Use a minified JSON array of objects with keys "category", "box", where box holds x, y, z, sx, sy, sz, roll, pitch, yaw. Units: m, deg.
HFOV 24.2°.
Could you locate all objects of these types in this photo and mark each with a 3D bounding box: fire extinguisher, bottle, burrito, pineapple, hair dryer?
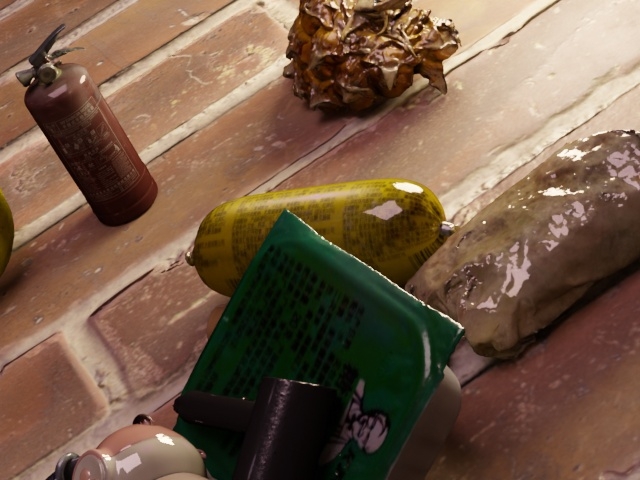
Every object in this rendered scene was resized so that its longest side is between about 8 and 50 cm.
[{"category":"fire extinguisher","box":[-0.308,-0.151,1.947,0.104,0.269,0.105,-19,34,14]},{"category":"bottle","box":[-0.135,0.263,1.346,0.147,0.147,0.236,-33,52,-7]},{"category":"burrito","box":[0.249,-0.013,1.533,0.347,0.107,0.175,-34,48,-5]},{"category":"pineapple","box":[0.030,-0.259,1.950,0.334,0.158,0.161,18,55,46]},{"category":"hair dryer","box":[-0.084,0.179,1.394,0.248,0.070,0.114,-1,70,54]}]

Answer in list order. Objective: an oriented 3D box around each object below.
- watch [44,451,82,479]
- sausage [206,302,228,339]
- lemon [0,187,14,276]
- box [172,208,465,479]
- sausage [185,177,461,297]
[{"category":"watch","box":[-0.226,0.294,1.495,0.193,0.068,0.206,-22,37,8]},{"category":"sausage","box":[0.004,0.102,1.586,0.301,0.066,0.066,4,46,36]},{"category":"lemon","box":[-0.496,-0.003,1.965,0.184,0.184,0.248,1,38,36]},{"category":"box","box":[0.012,0.148,1.431,0.336,0.106,0.264,35,99,52]},{"category":"sausage","box":[0.000,0.000,1.665,0.347,0.123,0.123,-6,40,29]}]
